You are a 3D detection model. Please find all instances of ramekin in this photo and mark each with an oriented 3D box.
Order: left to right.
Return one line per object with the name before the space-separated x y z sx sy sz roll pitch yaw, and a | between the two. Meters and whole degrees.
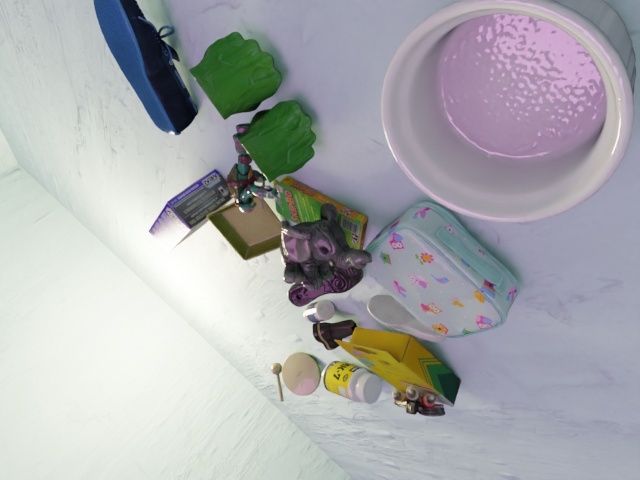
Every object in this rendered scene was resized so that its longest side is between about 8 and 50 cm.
ramekin | 0.229 -0.170 0.502 0.278 0.135 0.277 29 147 22

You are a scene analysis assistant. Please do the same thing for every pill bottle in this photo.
pill bottle | -0.010 0.234 1.320 0.067 0.067 0.120 48 148 -7
pill bottle | 0.114 0.517 1.472 0.209 0.119 0.119 -2 127 49

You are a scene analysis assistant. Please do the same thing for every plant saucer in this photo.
plant saucer | -0.194 -0.045 1.149 0.188 0.045 0.188 -20 121 25

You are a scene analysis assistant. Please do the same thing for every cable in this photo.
cable | 0.276 0.454 1.151 0.140 0.072 0.287 4 163 12

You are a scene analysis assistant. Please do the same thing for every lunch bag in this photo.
lunch bag | 0.237 0.065 0.802 0.279 0.108 0.224 43 146 0

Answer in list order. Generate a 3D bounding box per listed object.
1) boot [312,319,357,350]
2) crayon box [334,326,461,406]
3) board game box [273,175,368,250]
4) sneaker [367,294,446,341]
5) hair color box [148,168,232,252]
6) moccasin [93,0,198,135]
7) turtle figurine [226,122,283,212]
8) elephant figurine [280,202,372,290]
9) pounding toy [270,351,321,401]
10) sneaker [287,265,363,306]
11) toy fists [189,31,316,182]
boot | 0.073 0.309 1.321 0.137 0.076 0.198 -14 155 18
crayon box | 0.215 0.332 1.105 0.318 0.081 0.202 43 152 -30
board game box | -0.007 -0.063 0.991 0.260 0.039 0.124 27 144 20
sneaker | 0.219 0.213 1.039 0.213 0.080 0.094 21 154 30
hair color box | -0.417 -0.084 1.281 0.110 0.185 0.339 52 147 -11
moccasin | -0.389 -0.413 0.927 0.138 0.116 0.341 27 149 25
turtle figurine | -0.161 -0.145 0.945 0.175 0.118 0.233 -127 30 -51
elephant figurine | 0.000 0.000 0.894 0.186 0.169 0.239 19 149 -7
pounding toy | -0.087 0.586 1.778 0.237 0.110 0.182 -27 76 21
sneaker | 0.022 0.100 1.123 0.228 0.130 0.087 -28 103 28
toy fists | -0.117 -0.257 0.787 0.279 0.142 0.096 55 178 -18
